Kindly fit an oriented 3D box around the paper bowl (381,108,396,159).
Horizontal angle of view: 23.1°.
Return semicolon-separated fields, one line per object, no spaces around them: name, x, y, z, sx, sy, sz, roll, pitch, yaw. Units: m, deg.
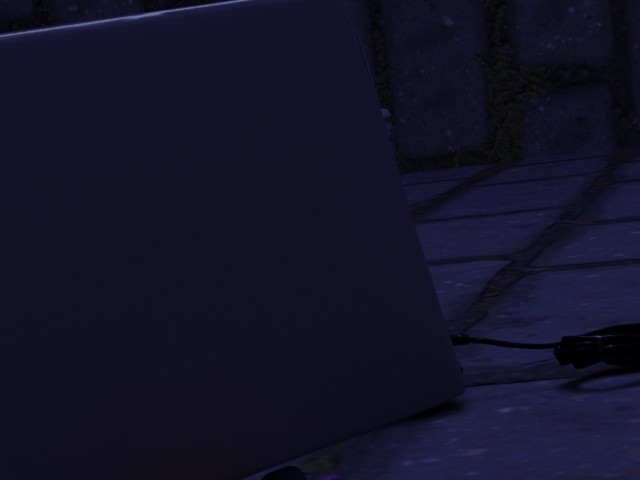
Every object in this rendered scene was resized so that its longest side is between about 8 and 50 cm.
paper bowl;-0.073;-0.023;1.306;0.284;0.148;0.284;-8;5;1

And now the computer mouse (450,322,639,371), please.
computer mouse;0.078;0.065;0.786;0.242;0.041;0.071;-1;3;-7

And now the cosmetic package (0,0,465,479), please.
cosmetic package;-0.161;0.039;0.485;0.365;0.155;0.197;-17;-2;-39

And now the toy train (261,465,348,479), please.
toy train;-0.052;0.106;0.442;0.166;0.046;0.125;-16;-5;-35
